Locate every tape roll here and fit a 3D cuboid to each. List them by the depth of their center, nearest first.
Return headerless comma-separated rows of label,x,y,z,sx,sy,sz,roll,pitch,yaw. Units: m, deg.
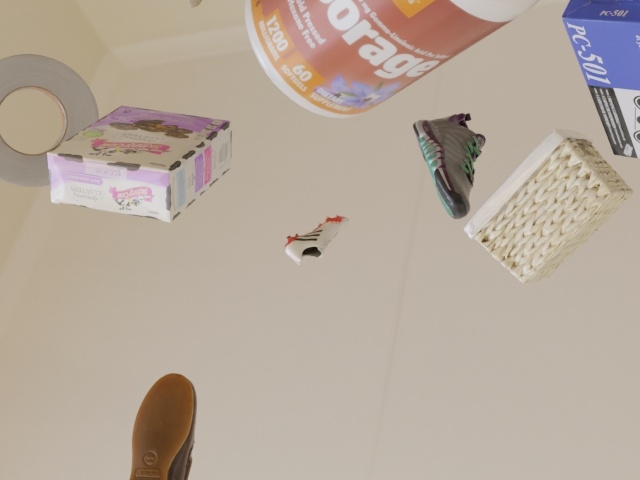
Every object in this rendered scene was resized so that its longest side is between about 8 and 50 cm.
tape roll,-0.486,-0.200,1.633,0.219,0.219,0.072,-43,-163,-13

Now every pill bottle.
pill bottle,0.059,-0.168,0.583,0.216,0.121,0.121,-27,-144,47

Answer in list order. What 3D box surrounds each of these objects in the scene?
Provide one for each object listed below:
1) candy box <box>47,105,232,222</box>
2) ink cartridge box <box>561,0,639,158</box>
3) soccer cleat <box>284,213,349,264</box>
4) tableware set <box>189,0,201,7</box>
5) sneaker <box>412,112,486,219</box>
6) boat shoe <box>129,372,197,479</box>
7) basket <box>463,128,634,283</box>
candy box,-0.224,-0.102,1.237,0.164,0.070,0.196,10,-153,14
ink cartridge box,0.307,-0.153,0.924,0.097,0.207,0.046,15,-114,38
soccer cleat,0.000,0.000,1.057,0.083,0.029,0.036,-24,-119,-25
tableware set,-0.104,-0.231,0.608,0.104,0.154,0.024,-49,-149,6
sneaker,0.207,-0.124,1.448,0.098,0.083,0.224,-19,-139,5
boat shoe,-0.196,0.269,1.200,0.073,0.073,0.207,10,-104,15
basket,0.272,-0.037,1.148,0.103,0.113,0.167,50,-65,19
